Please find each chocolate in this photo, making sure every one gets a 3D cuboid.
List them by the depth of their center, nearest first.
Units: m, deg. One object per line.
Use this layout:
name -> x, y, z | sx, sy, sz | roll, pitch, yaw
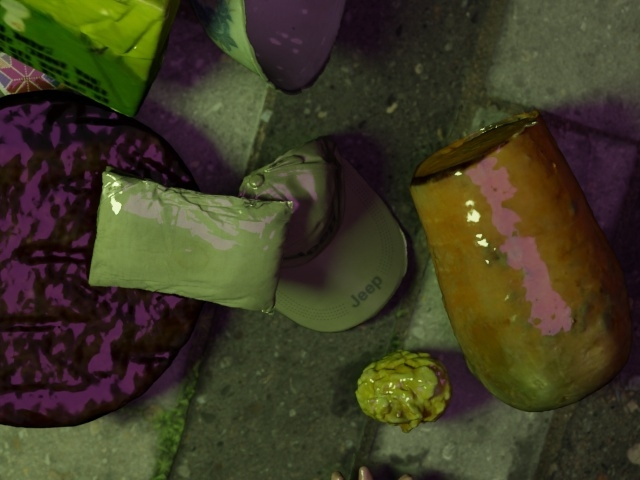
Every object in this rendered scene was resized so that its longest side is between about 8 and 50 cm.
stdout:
chocolate -> -0.289, -0.299, 1.579 | 0.301, 0.289, 0.137 | 28, 69, -4

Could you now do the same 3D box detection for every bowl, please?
bowl -> -0.083, -0.331, 1.673 | 0.146, 0.313, 0.313 | 9, 99, 20

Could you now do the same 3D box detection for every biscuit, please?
biscuit -> -0.329, 0.024, 1.737 | 0.407, 0.091, 0.407 | -3, 99, -18

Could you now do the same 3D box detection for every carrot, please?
carrot -> 0.248, 0.032, 1.796 | 0.224, 0.224, 0.341 | -27, 100, -6

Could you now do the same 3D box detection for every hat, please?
hat -> 0.000, 0.000, 1.790 | 0.244, 0.149, 0.214 | 40, 91, -4

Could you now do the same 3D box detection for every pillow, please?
pillow -> -0.151, 0.003, 1.699 | 0.229, 0.050, 0.148 | 11, 113, -6

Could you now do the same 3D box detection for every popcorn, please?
popcorn -> 0.109, 0.196, 1.851 | 0.120, 0.116, 0.106 | -18, 120, -8

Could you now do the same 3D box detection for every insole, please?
insole -> -0.314, -0.164, 1.758 | 0.193, 0.006, 0.065 | 38, 91, -14

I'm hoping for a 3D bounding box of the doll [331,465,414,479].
doll -> 0.058, 0.397, 1.885 | 0.262, 0.093, 0.211 | -7, 95, -7
